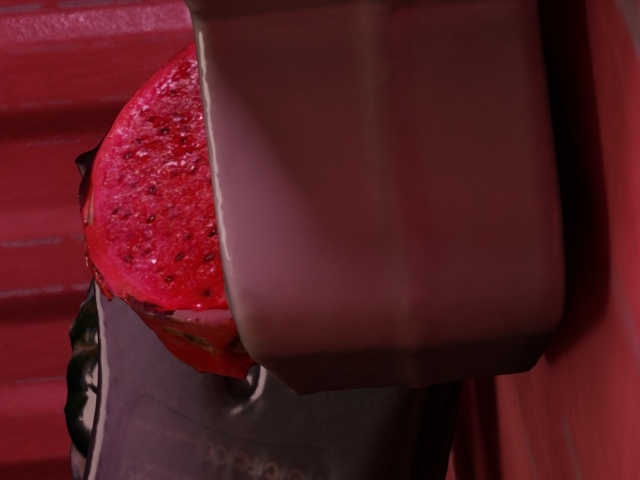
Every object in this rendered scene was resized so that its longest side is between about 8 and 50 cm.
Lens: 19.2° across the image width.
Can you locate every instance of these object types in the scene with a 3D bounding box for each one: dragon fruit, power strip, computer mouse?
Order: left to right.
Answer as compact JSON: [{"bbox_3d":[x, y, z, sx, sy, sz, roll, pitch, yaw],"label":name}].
[{"bbox_3d":[-0.024,0.095,0.767,0.090,0.167,0.379,0,-75,-60],"label":"computer mouse"},{"bbox_3d":[-0.013,-0.084,0.440,0.261,0.141,0.229,67,-164,-81],"label":"power strip"},{"bbox_3d":[0.000,0.000,0.650,0.153,0.153,0.111,-95,-17,-46],"label":"dragon fruit"}]

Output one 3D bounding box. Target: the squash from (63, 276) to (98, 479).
[{"bbox_3d":[-0.029,0.073,0.915,0.218,0.172,0.218,12,-90,-76],"label":"squash"}]
